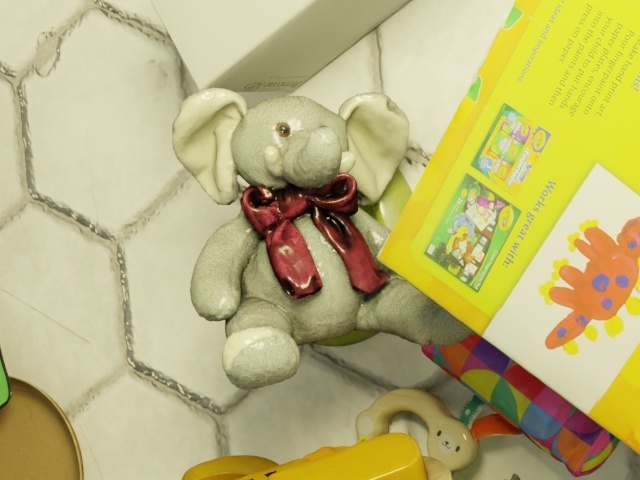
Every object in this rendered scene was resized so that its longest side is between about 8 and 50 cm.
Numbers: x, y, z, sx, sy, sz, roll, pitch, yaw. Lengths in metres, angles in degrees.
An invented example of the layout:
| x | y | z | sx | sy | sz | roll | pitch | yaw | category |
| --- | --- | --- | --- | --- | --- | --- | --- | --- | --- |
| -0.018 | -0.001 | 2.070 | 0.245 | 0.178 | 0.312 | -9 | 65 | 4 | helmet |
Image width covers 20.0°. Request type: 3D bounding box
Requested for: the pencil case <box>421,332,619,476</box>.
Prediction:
| x | y | z | sx | sy | sz | roll | pitch | yaw | category |
| --- | --- | --- | --- | --- | --- | --- | --- | --- | --- |
| 0.210 | 0.137 | 1.858 | 0.236 | 0.104 | 0.104 | 41 | 113 | 21 | pencil case |

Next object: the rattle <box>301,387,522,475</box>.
| x | y | z | sx | sy | sz | roll | pitch | yaw | category |
| --- | --- | --- | --- | --- | --- | --- | --- | --- | --- |
| 0.096 | 0.207 | 1.911 | 0.199 | 0.143 | 0.130 | -14 | 62 | 39 | rattle |

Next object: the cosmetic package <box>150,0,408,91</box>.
| x | y | z | sx | sy | sz | roll | pitch | yaw | category |
| --- | --- | --- | --- | --- | --- | --- | --- | --- | --- |
| 0.015 | -0.313 | 1.886 | 0.365 | 0.197 | 0.155 | -37 | 76 | 30 | cosmetic package |

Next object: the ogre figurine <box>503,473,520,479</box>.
| x | y | z | sx | sy | sz | roll | pitch | yaw | category |
| --- | --- | --- | --- | --- | --- | --- | --- | --- | --- |
| 0.174 | 0.329 | 1.892 | 0.197 | 0.097 | 0.118 | -41 | 66 | 21 | ogre figurine |

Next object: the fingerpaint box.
| x | y | z | sx | sy | sz | roll | pitch | yaw | category |
| --- | --- | --- | --- | --- | --- | --- | --- | --- | --- |
| 0.318 | -0.072 | 1.566 | 0.371 | 0.163 | 0.445 | 36 | 112 | 25 | fingerpaint box |

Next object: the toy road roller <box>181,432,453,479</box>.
| x | y | z | sx | sy | sz | roll | pitch | yaw | category |
| --- | --- | --- | --- | --- | --- | --- | --- | --- | --- |
| -0.023 | 0.307 | 1.840 | 0.329 | 0.240 | 0.202 | -18 | 112 | -3 | toy road roller |

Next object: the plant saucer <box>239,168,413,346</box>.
| x | y | z | sx | sy | sz | roll | pitch | yaw | category |
| --- | --- | --- | --- | --- | --- | --- | --- | --- | --- |
| 0.000 | 0.000 | 2.010 | 0.241 | 0.037 | 0.241 | 3 | 96 | 31 | plant saucer |

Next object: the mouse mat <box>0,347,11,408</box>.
| x | y | z | sx | sy | sz | roll | pitch | yaw | category |
| --- | --- | --- | --- | --- | --- | --- | --- | --- | --- |
| -0.458 | 0.150 | 2.292 | 0.152 | 0.007 | 0.190 | -33 | 63 | 29 | mouse mat |

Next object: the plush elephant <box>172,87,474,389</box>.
| x | y | z | sx | sy | sz | roll | pitch | yaw | category |
| --- | --- | --- | --- | --- | --- | --- | --- | --- | --- |
| -0.014 | -0.032 | 1.826 | 0.330 | 0.272 | 0.255 | -143 | 46 | -67 | plush elephant |

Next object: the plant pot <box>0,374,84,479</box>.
| x | y | z | sx | sy | sz | roll | pitch | yaw | category |
| --- | --- | --- | --- | --- | --- | --- | --- | --- | --- |
| -0.383 | 0.283 | 2.267 | 0.236 | 0.032 | 0.236 | 3 | 96 | 32 | plant pot |
